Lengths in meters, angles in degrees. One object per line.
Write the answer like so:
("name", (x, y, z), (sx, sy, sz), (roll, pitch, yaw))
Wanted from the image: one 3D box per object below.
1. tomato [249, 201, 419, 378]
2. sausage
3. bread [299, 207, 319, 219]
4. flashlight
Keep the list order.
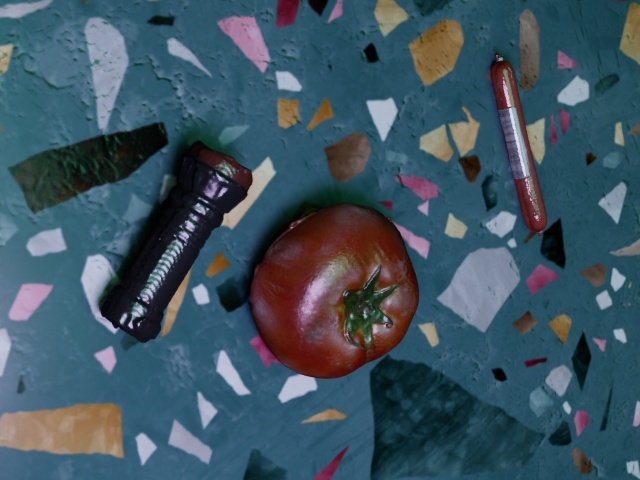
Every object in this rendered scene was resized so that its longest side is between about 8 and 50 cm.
("tomato", (0.031, 0.068, 1.690), (0.225, 0.085, 0.225), (-9, 112, -24))
("sausage", (0.259, -0.123, 1.852), (0.034, 0.034, 0.253), (-22, 107, -26))
("bread", (0.000, 0.000, 1.719), (0.049, 0.034, 0.088), (-40, 113, -16))
("flashlight", (-0.167, 0.003, 1.601), (0.093, 0.093, 0.232), (35, 84, -28))
